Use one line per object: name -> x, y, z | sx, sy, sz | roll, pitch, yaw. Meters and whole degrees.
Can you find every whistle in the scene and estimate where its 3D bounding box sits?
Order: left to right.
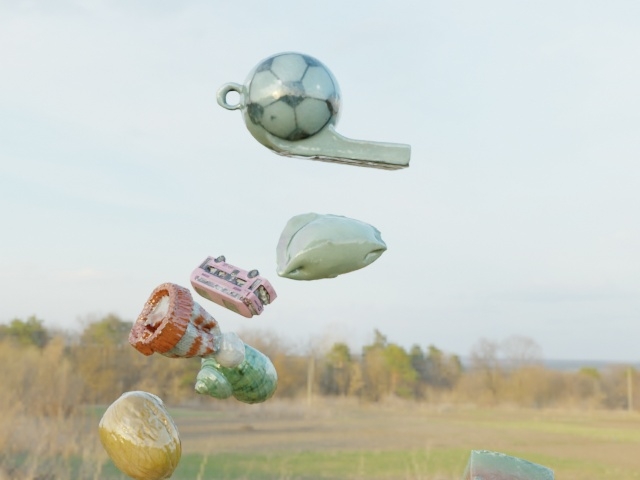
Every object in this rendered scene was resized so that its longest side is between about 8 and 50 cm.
whistle -> -0.007, -0.193, 1.314 | 0.290, 0.163, 0.163 | 6, -8, -8

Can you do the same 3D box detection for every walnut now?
walnut -> -0.335, 0.370, 1.687 | 0.144, 0.180, 0.144 | -31, -3, -2

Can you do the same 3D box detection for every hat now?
hat -> -0.183, 0.139, 1.314 | 0.162, 0.112, 0.094 | 33, -10, -36

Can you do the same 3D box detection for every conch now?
conch -> -0.198, 0.315, 2.117 | 0.188, 0.175, 0.122 | -8, 22, -1

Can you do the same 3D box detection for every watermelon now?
watermelon -> 0.279, 0.450, 1.291 | 0.193, 0.139, 0.256 | 17, 37, 8

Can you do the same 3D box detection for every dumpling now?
dumpling -> 0.004, 0.011, 1.592 | 0.217, 0.104, 0.149 | -18, 16, -26

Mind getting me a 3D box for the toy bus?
toy bus -> -0.180, 0.092, 1.827 | 0.203, 0.090, 0.063 | 18, -35, 43
